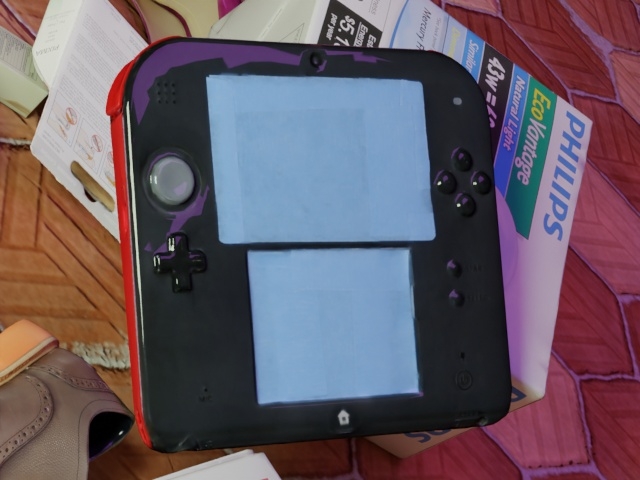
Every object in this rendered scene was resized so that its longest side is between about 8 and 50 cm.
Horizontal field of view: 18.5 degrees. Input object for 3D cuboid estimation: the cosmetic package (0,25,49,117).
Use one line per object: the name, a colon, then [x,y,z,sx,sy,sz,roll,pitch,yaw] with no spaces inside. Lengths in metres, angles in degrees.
cosmetic package: [-0.317,-0.175,1.898,0.115,0.041,0.060,34,32,-24]

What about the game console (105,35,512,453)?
game console: [0.000,0.000,1.694,0.386,0.060,0.342,-1,79,-34]

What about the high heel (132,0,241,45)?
high heel: [-0.157,-0.251,2.114,0.377,0.127,0.181,52,27,7]

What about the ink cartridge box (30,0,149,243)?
ink cartridge box: [-0.217,-0.113,1.920,0.181,0.056,0.224,48,43,-38]

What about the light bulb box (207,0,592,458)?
light bulb box: [0.050,-0.037,1.947,0.361,0.225,0.358,33,51,-25]

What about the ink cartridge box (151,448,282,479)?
ink cartridge box: [-0.061,0.328,1.552,0.211,0.121,0.289,-8,59,-56]

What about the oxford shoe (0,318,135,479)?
oxford shoe: [-0.243,0.177,1.458,0.133,0.130,0.363,31,30,4]
